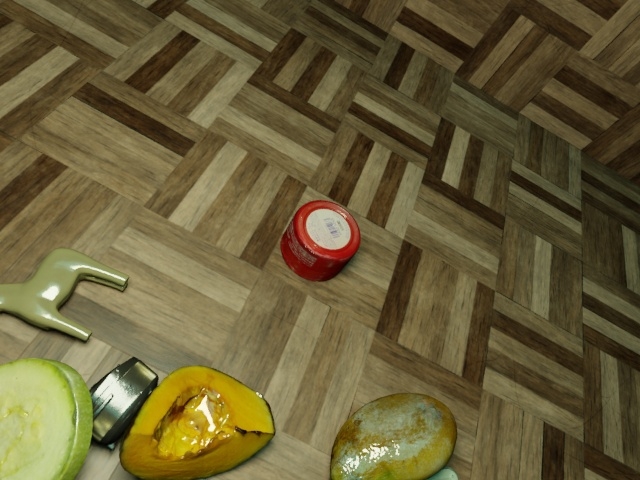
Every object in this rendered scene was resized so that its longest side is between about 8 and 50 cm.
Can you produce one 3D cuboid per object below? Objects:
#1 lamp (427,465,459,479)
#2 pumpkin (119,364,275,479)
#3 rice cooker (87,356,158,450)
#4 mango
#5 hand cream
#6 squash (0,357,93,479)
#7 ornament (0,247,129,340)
[{"bbox_3d":[0.197,0.627,0.982,0.267,0.047,0.269,3,59,-19],"label":"lamp"},{"bbox_3d":[-0.258,0.347,0.910,0.312,0.148,0.169,23,19,-42],"label":"pumpkin"},{"bbox_3d":[-0.380,0.299,0.884,0.106,0.112,0.165,35,58,-9],"label":"rice cooker"},{"bbox_3d":[0.154,0.435,1.019,0.316,0.146,0.193,-16,38,-26],"label":"mango"},{"bbox_3d":[0.000,0.000,1.245,0.193,0.125,0.193,10,58,-17],"label":"hand cream"},{"bbox_3d":[-0.510,0.321,0.788,0.252,0.049,0.252,-2,68,4],"label":"squash"},{"bbox_3d":[-0.556,0.114,0.954,0.245,0.061,0.230,26,54,-9],"label":"ornament"}]
